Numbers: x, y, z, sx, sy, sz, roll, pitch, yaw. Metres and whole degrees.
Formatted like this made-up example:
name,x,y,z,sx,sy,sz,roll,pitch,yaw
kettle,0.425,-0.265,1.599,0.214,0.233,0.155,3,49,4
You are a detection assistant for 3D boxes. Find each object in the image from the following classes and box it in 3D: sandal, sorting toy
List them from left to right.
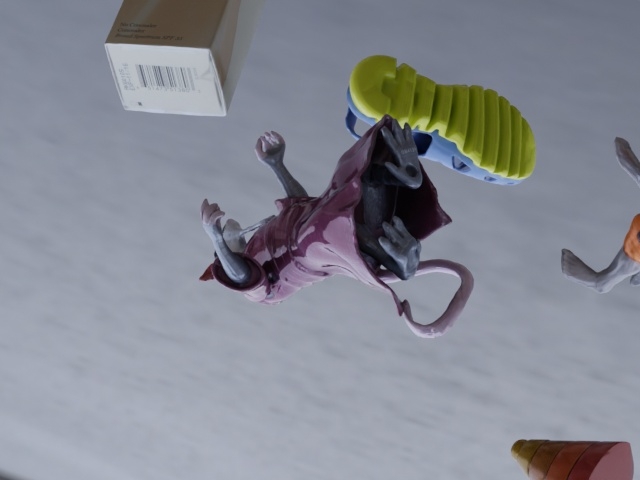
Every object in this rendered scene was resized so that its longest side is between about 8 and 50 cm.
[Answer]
name,x,y,z,sx,sy,sz,roll,pitch,yaw
sandal,0.163,-0.163,2.233,0.317,0.126,0.138,24,154,-17
sorting toy,0.188,0.341,1.660,0.126,0.365,0.127,25,156,35

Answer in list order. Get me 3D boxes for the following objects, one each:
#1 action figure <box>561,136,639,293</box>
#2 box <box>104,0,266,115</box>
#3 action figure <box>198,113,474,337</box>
name,x,y,z,sx,sy,sz,roll,pitch,yaw
action figure,0.442,-0.060,1.544,0.330,0.341,0.178,-7,114,39
box,-0.160,-0.314,2.025,0.148,0.311,0.121,3,140,13
action figure,0.000,0.000,1.907,0.370,0.248,0.275,-28,106,45
